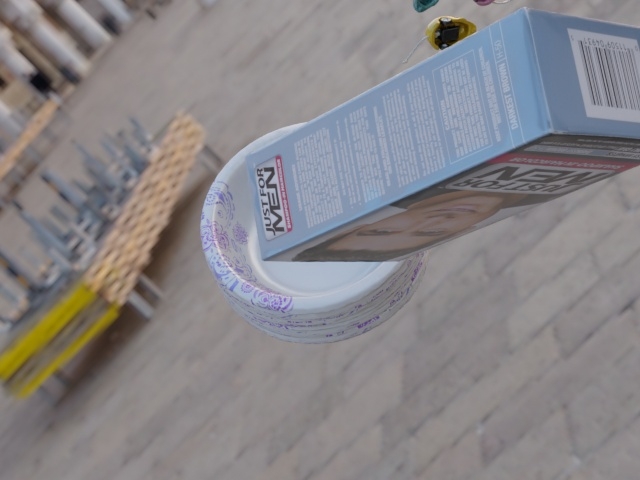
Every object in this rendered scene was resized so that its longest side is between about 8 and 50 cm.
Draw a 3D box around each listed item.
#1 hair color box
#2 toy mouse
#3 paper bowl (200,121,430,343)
[{"bbox_3d":[0.120,-0.081,1.361,0.185,0.113,0.374,1,-16,-41],"label":"hair color box"},{"bbox_3d":[0.156,-0.297,1.764,0.161,0.143,0.031,-19,35,-20],"label":"toy mouse"},{"bbox_3d":[0.000,0.000,1.913,0.284,0.284,0.148,-50,-29,-18],"label":"paper bowl"}]
